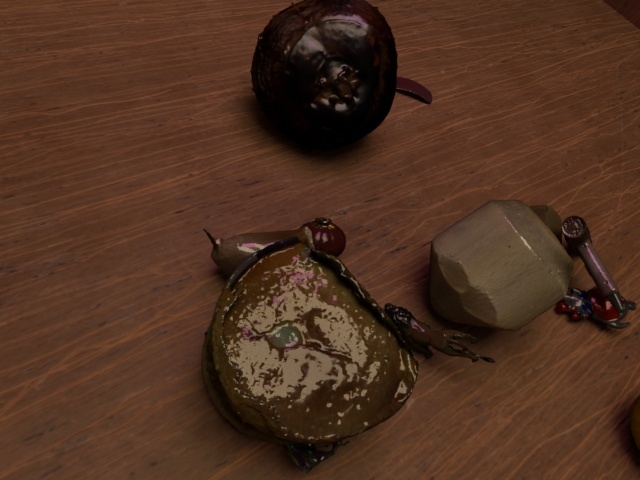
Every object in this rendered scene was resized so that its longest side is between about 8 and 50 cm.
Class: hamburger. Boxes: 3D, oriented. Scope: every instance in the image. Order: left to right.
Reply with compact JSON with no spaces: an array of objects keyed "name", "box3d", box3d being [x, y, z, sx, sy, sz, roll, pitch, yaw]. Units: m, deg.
[{"name":"hamburger","box3d":[-0.034,0.166,0.746,0.277,0.195,0.318,-34,84,-24]}]

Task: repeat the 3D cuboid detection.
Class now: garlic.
[{"name":"garlic","box3d":[-0.120,0.018,0.883,0.198,0.128,0.090,5,52,-21]}]

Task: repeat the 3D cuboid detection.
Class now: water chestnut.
[{"name":"water chestnut","box3d":[0.008,-0.379,1.147,0.351,0.350,0.302,16,10,-8]}]

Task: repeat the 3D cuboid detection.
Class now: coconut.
[{"name":"coconut","box3d":[0.329,0.059,0.957,0.237,0.266,0.237,49,18,-22]}]

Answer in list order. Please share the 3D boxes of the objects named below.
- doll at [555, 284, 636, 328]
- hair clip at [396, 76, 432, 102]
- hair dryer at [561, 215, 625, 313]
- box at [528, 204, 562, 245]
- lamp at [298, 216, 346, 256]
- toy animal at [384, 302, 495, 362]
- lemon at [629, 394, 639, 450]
[{"name":"doll","box3d":[0.617,0.144,1.104,0.195,0.062,0.104,3,37,-8]},{"name":"hair clip","box3d":[0.259,-0.432,1.410,0.137,0.022,0.054,20,55,-5]},{"name":"hair dryer","box3d":[0.621,0.061,1.107,0.195,0.054,0.220,20,43,-57]},{"name":"box","box3d":[0.494,-0.007,1.148,0.111,0.111,0.177,24,55,-2]},{"name":"lamp","box3d":[0.000,0.000,0.966,0.101,0.090,0.101,3,18,-1]},{"name":"toy animal","box3d":[0.212,0.183,0.914,0.220,0.086,0.069,18,71,22]},{"name":"lemon","box3d":[0.676,0.344,0.915,0.208,0.170,0.170,-3,57,-28]}]
